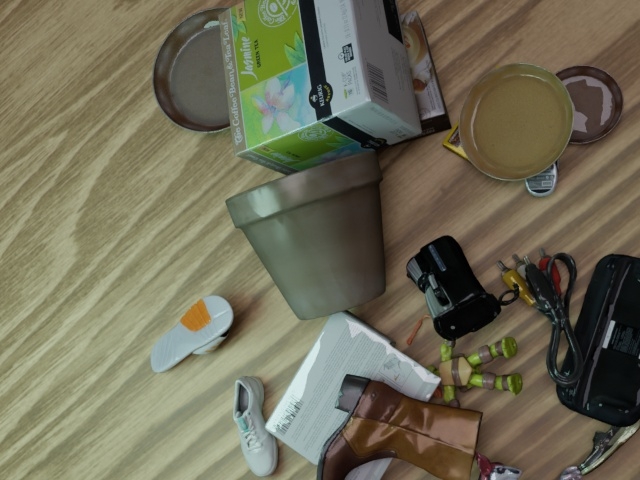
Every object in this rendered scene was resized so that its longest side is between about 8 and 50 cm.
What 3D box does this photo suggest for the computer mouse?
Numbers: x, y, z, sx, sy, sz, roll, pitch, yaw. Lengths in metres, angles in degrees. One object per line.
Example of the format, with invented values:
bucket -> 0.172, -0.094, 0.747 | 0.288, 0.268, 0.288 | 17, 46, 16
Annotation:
computer mouse -> 0.449, -0.185, 1.614 | 0.106, 0.042, 0.193 | 2, 93, 31

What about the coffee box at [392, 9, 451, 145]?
coffee box -> 0.178, -0.345, 1.702 | 0.141, 0.098, 0.246 | -16, 75, 14

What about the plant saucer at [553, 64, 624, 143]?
plant saucer -> 0.531, -0.276, 1.626 | 0.168, 0.029, 0.168 | -3, 80, 16

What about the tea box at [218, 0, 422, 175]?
tea box -> -0.007, -0.341, 1.607 | 0.323, 0.220, 0.329 | -19, 71, 31

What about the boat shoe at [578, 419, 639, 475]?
boat shoe -> 0.536, 0.377, 1.490 | 0.152, 0.056, 0.049 | -41, 66, -5

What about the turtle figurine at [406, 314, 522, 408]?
turtle figurine -> 0.282, 0.271, 1.557 | 0.217, 0.087, 0.270 | -13, 63, 34

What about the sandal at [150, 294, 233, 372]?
sandal -> -0.271, 0.209, 1.747 | 0.265, 0.076, 0.102 | -36, 56, 28

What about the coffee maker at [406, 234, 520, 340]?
coffee maker -> 0.274, 0.085, 1.561 | 0.171, 0.120, 0.178 | -13, 44, -7

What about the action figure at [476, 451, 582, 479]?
action figure -> 0.361, 0.568, 1.459 | 0.275, 0.248, 0.370 | -37, 71, 35

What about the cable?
cable -> 0.455, 0.139, 1.539 | 0.139, 0.072, 0.287 | -17, 69, -3

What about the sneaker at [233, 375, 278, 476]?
sneaker -> -0.149, 0.390, 1.660 | 0.080, 0.094, 0.212 | -17, 76, 11

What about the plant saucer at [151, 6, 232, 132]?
plant saucer -> -0.246, -0.395, 1.861 | 0.310, 0.050, 0.311 | -3, 79, 15

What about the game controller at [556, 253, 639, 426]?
game controller -> 0.563, 0.184, 1.499 | 0.166, 0.067, 0.319 | 17, 85, 31

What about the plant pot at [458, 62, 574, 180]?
plant pot -> 0.394, -0.237, 1.599 | 0.236, 0.032, 0.236 | -1, 88, 32

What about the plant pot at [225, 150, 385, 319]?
plant pot -> 0.000, 0.000, 1.606 | 0.323, 0.323, 0.280 | -17, 93, 12

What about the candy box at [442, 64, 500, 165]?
candy box -> 0.358, -0.259, 1.673 | 0.105, 0.027, 0.206 | 35, 91, 15

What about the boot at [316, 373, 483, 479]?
boot -> 0.148, 0.414, 1.512 | 0.280, 0.096, 0.264 | 16, 83, 13

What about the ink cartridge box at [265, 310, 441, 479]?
ink cartridge box -> 0.068, 0.328, 1.611 | 0.261, 0.066, 0.296 | 32, 95, 19
